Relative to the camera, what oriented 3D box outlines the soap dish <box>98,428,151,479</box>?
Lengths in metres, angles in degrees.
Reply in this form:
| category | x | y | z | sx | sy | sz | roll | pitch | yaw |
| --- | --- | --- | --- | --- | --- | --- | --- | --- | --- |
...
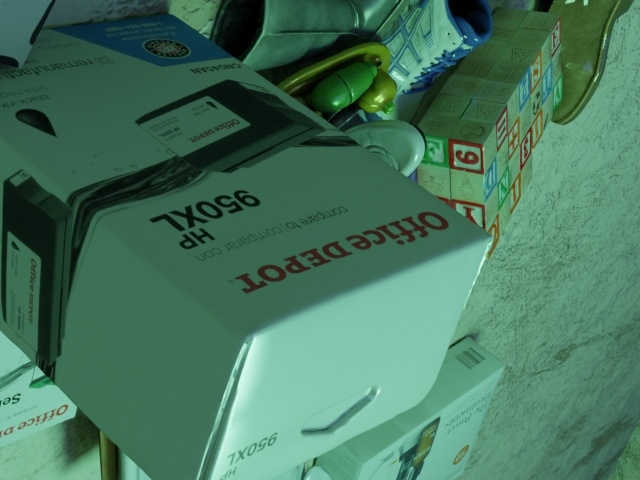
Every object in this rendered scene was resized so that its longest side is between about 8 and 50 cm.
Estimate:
| category | x | y | z | sx | sy | sz | roll | pitch | yaw |
| --- | --- | --- | --- | --- | --- | --- | --- | --- | --- |
| soap dish | -0.145 | 0.164 | 1.339 | 0.228 | 0.118 | 0.291 | -16 | 138 | -24 |

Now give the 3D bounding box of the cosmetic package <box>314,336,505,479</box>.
| category | x | y | z | sx | sy | sz | roll | pitch | yaw |
| --- | --- | --- | --- | --- | --- | --- | --- | --- | --- |
| cosmetic package | 0.136 | 0.362 | 2.053 | 0.377 | 0.097 | 0.284 | -27 | 145 | -40 |

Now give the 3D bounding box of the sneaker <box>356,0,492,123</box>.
| category | x | y | z | sx | sy | sz | roll | pitch | yaw |
| --- | --- | --- | --- | --- | --- | --- | --- | --- | --- |
| sneaker | 0.118 | -0.225 | 1.334 | 0.112 | 0.131 | 0.296 | -31 | 146 | -38 |

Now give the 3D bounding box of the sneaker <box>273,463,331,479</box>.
| category | x | y | z | sx | sy | sz | roll | pitch | yaw |
| --- | --- | --- | --- | --- | --- | --- | --- | --- | --- |
| sneaker | -0.066 | 0.265 | 1.608 | 0.210 | 0.137 | 0.366 | -6 | 131 | -56 |

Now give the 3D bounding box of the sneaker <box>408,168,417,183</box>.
| category | x | y | z | sx | sy | sz | roll | pitch | yaw |
| --- | --- | --- | --- | --- | --- | --- | --- | --- | --- |
| sneaker | 0.136 | -0.106 | 1.565 | 0.170 | 0.068 | 0.071 | -49 | 139 | -14 |

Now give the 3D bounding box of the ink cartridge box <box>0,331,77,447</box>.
| category | x | y | z | sx | sy | sz | roll | pitch | yaw |
| --- | --- | --- | --- | --- | --- | --- | --- | --- | --- |
| ink cartridge box | -0.293 | 0.084 | 1.103 | 0.160 | 0.092 | 0.219 | -20 | 137 | -45 |

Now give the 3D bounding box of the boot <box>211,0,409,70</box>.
| category | x | y | z | sx | sy | sz | roll | pitch | yaw |
| --- | --- | --- | --- | --- | --- | --- | --- | --- | --- |
| boot | -0.001 | -0.246 | 1.205 | 0.208 | 0.076 | 0.190 | -1 | 123 | -49 |

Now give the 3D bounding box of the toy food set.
| category | x | y | z | sx | sy | sz | roll | pitch | yaw |
| --- | --- | --- | --- | --- | --- | --- | --- | --- | --- |
| toy food set | -0.001 | -0.124 | 1.263 | 0.217 | 0.071 | 0.128 | -27 | 161 | -19 |

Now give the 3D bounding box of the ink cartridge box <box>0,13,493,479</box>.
| category | x | y | z | sx | sy | sz | roll | pitch | yaw |
| --- | --- | --- | --- | --- | --- | --- | --- | --- | --- |
| ink cartridge box | -0.109 | -0.011 | 0.952 | 0.285 | 0.395 | 0.166 | -20 | 138 | -46 |

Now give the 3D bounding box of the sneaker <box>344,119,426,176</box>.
| category | x | y | z | sx | sy | sz | roll | pitch | yaw |
| --- | --- | --- | --- | --- | --- | --- | --- | --- | --- |
| sneaker | 0.065 | -0.099 | 1.386 | 0.121 | 0.079 | 0.217 | -33 | -177 | -42 |

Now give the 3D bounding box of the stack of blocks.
| category | x | y | z | sx | sy | sz | roll | pitch | yaw |
| --- | --- | --- | --- | --- | --- | --- | --- | --- | --- |
| stack of blocks | 0.213 | -0.138 | 1.488 | 0.297 | 0.087 | 0.171 | -55 | 148 | -41 |

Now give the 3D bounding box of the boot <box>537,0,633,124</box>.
| category | x | y | z | sx | sy | sz | roll | pitch | yaw |
| --- | --- | --- | --- | --- | --- | --- | --- | --- | --- |
| boot | 0.338 | -0.287 | 1.660 | 0.115 | 0.112 | 0.305 | -4 | 137 | -17 |

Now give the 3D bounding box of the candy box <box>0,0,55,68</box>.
| category | x | y | z | sx | sy | sz | roll | pitch | yaw |
| --- | --- | --- | --- | --- | --- | --- | --- | --- | --- |
| candy box | -0.269 | -0.225 | 0.818 | 0.159 | 0.071 | 0.233 | -59 | 151 | 10 |
